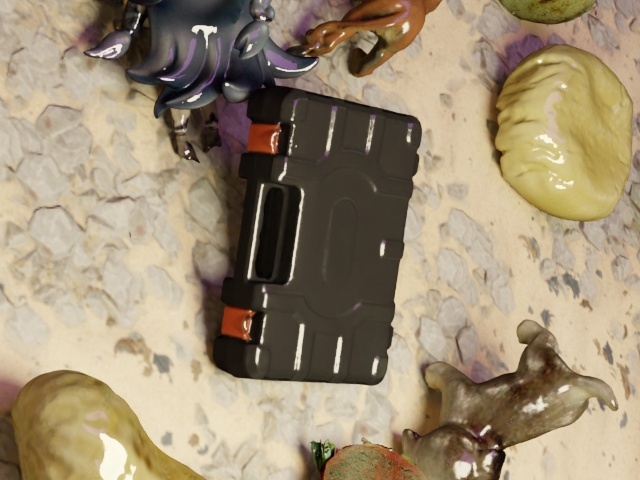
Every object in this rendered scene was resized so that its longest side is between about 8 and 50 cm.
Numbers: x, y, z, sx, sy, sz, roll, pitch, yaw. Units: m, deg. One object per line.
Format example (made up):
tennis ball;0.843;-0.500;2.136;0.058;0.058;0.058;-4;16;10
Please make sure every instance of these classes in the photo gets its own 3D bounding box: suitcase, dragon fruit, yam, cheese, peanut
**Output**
suitcase;0.000;0.000;1.489;0.206;0.066;0.286;8;91;-43
dragon fruit;0.055;0.282;1.457;0.138;0.142;0.175;-13;112;-22
yam;0.337;-0.406;2.037;0.154;0.154;0.254;44;44;-21
cheese;0.318;-0.131;1.910;0.226;0.117;0.214;39;54;-32
peanut;-0.160;0.226;1.263;0.274;0.111;0.125;47;50;-18

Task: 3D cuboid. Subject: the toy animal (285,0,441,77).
toy animal;0.099;-0.285;1.729;0.097;0.157;0.312;51;43;-13

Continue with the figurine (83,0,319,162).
figurine;-0.121;-0.235;1.486;0.265;0.197;0.175;58;18;-1

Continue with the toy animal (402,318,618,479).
toy animal;0.189;0.193;1.592;0.121;0.233;0.169;59;1;-22
